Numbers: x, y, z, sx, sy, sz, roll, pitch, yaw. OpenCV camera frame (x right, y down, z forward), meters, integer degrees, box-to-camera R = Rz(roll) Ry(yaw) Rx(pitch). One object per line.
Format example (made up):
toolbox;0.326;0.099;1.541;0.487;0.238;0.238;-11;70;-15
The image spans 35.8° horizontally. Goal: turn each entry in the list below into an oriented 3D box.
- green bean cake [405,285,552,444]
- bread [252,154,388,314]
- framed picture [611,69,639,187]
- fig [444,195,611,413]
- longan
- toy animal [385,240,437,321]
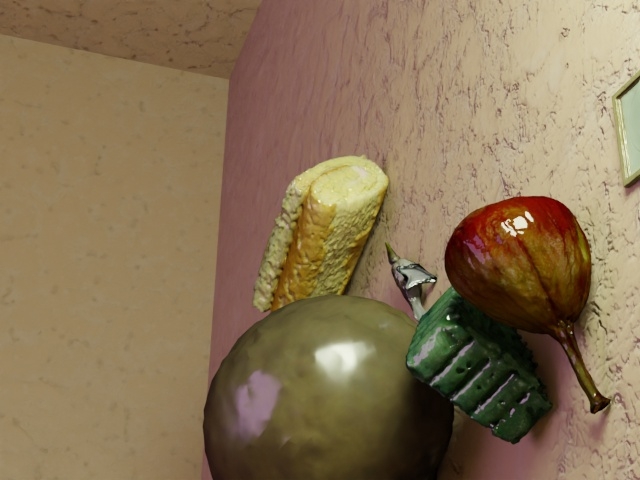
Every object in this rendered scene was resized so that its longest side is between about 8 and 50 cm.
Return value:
green bean cake;0.230;0.162;1.396;0.107;0.193;0.208;-55;0;20
bread;0.000;0.000;2.151;0.165;0.237;0.375;38;132;23
framed picture;0.408;-0.167;1.165;0.201;0.010;0.136;127;149;-58
fig;0.296;0.065;1.268;0.290;0.191;0.190;42;135;21
longan;0.007;0.297;1.612;0.404;0.404;0.435;-105;26;-56
toy animal;0.156;0.066;1.827;0.202;0.070;0.105;-125;27;-63
